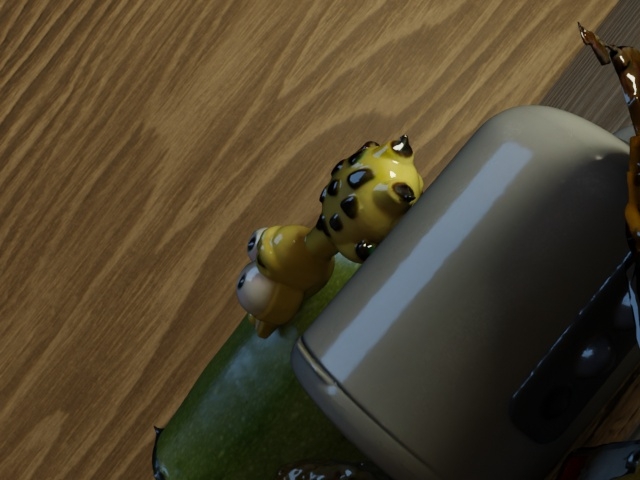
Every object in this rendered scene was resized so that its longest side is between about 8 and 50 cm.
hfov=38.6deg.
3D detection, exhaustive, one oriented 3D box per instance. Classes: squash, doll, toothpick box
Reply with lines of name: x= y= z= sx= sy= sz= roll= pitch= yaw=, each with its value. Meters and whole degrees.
squash: x=0.021 y=0.159 z=1.026 sx=0.384 sy=0.263 sz=0.263 roll=-52 pitch=0 yaw=10
doll: x=-0.001 y=0.000 z=0.840 sx=0.291 sy=0.086 sz=0.117 roll=-39 pitch=35 yaw=49
toothpick box: x=0.152 y=0.041 z=0.683 sx=0.316 sy=0.229 sz=0.229 roll=-50 pitch=0 yaw=3

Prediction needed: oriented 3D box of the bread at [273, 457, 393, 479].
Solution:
bread: x=-0.003 y=0.263 z=0.663 sx=0.230 sy=0.123 sz=0.230 roll=-160 pitch=90 yaw=-88

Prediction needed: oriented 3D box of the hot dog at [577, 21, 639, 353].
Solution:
hot dog: x=0.211 y=-0.022 z=0.430 sx=0.107 sy=0.194 sz=0.326 roll=-21 pitch=38 yaw=26

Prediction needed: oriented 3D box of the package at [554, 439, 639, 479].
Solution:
package: x=0.151 y=0.168 z=0.521 sx=0.154 sy=0.030 sz=0.239 roll=-40 pitch=-9 yaw=-18
